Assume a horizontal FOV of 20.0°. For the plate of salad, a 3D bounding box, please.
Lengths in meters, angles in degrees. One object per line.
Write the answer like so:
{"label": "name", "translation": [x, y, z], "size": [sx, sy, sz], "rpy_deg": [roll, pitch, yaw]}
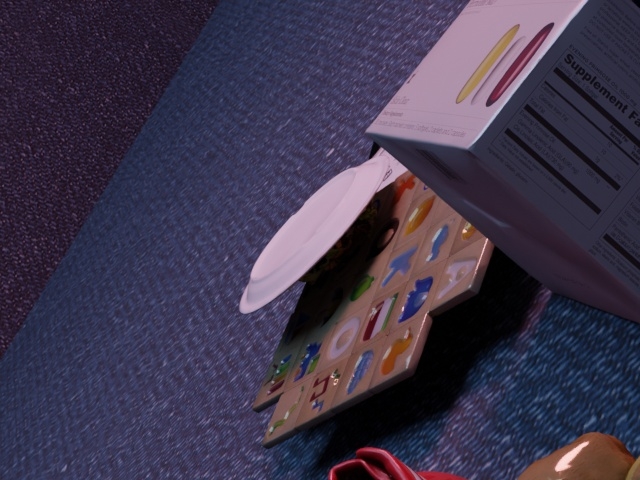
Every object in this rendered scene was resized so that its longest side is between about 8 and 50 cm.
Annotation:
{"label": "plate of salad", "translation": [0.000, 0.000, 1.691], "size": [0.200, 0.048, 0.200], "rpy_deg": [-44, 12, 11]}

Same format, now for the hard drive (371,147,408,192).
{"label": "hard drive", "translation": [0.126, -0.066, 1.742], "size": [0.237, 0.064, 0.339], "rpy_deg": [-48, 15, 12]}

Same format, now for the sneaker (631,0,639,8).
{"label": "sneaker", "translation": [0.261, -0.174, 1.575], "size": [0.131, 0.111, 0.296], "rpy_deg": [-14, 19, 17]}

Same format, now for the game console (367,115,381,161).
{"label": "game console", "translation": [0.091, -0.095, 2.022], "size": [0.107, 0.071, 0.122], "rpy_deg": [-17, 21, 6]}

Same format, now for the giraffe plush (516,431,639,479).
{"label": "giraffe plush", "translation": [0.197, 0.141, 0.883], "size": [0.170, 0.181, 0.210], "rpy_deg": [-50, -24, -44]}

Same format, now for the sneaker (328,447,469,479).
{"label": "sneaker", "translation": [0.056, 0.171, 1.221], "size": [0.087, 0.128, 0.221], "rpy_deg": [-52, 16, -9]}

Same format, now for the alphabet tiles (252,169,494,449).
{"label": "alphabet tiles", "translation": [0.057, 0.033, 1.574], "size": [0.342, 0.011, 0.285], "rpy_deg": [-34, 27, 51]}

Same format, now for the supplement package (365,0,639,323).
{"label": "supplement package", "translation": [0.180, -0.063, 1.284], "size": [0.145, 0.204, 0.262], "rpy_deg": [-51, 14, -4]}
